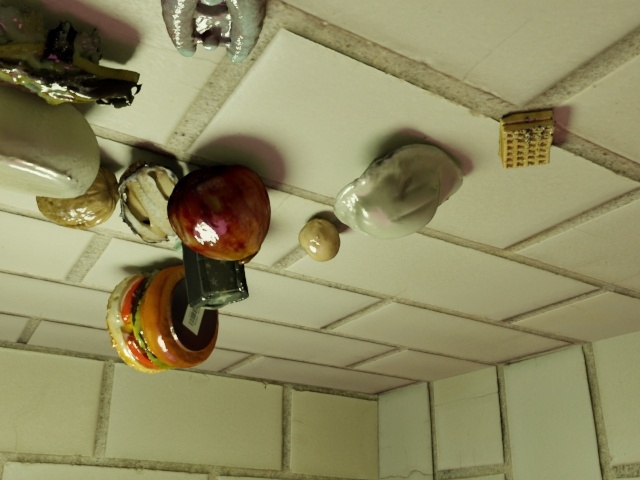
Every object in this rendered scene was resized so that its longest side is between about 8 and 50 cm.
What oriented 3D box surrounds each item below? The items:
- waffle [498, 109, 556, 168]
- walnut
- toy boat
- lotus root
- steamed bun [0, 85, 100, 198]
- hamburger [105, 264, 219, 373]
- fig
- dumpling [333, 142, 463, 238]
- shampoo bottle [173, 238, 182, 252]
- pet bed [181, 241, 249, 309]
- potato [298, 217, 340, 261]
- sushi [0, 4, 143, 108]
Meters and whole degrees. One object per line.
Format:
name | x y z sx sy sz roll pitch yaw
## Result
waffle | 0.408 -0.198 1.297 0.102 0.042 0.148 -4 155 12
walnut | -0.541 -0.100 1.448 0.184 0.155 0.155 -6 155 19
toy boat | -0.159 -0.334 0.966 0.155 0.085 0.227 7 156 -9
lotus root | -0.394 -0.100 1.518 0.167 0.078 0.329 -32 159 -13
steamed bun | -0.543 -0.191 1.195 0.283 0.177 0.283 9 168 2
hamburger | -0.487 0.246 2.026 0.250 0.330 0.330 -8 155 26
fig | -0.219 -0.062 1.449 0.224 0.224 0.263 -5 159 13
dumpling | 0.165 -0.119 1.397 0.175 0.243 0.227 33 149 28
shampoo bottle | -0.323 0.035 1.873 0.191 0.041 0.069 21 144 -37
pet bed | -0.262 0.067 1.704 0.159 0.211 0.183 -5 166 -26
potato | 0.002 0.000 1.701 0.112 0.112 0.147 -5 162 14
sushi | -0.443 -0.291 1.052 0.291 0.131 0.139 10 179 -35
